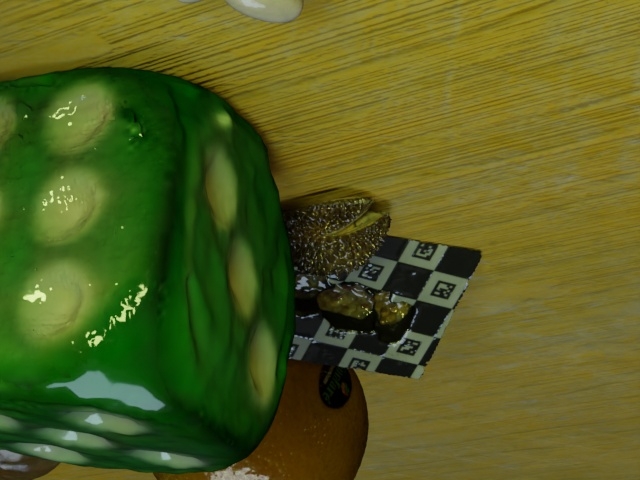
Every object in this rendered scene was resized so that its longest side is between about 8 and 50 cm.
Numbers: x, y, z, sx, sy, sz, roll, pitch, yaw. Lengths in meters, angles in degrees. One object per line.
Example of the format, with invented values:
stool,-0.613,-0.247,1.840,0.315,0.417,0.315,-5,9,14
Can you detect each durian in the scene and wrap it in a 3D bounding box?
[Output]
durian,-0.001,0.000,1.729,0.140,0.071,0.110,2,154,17

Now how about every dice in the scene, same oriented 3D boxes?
dice,-0.195,0.034,1.529,0.287,0.297,0.300,-2,159,20

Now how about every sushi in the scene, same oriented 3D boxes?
sushi,0.039,0.051,1.874,0.215,0.050,0.192,10,127,-17

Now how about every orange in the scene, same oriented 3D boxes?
orange,-0.080,0.208,2.012,0.274,0.274,0.274,2,159,1

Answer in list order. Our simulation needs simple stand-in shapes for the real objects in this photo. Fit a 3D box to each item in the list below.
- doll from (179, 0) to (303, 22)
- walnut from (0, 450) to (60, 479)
doll,-0.083,-0.209,1.208,0.160,0.059,0.161,3,160,-5
walnut,-0.391,0.199,2.131,0.213,0.213,0.213,2,159,1
